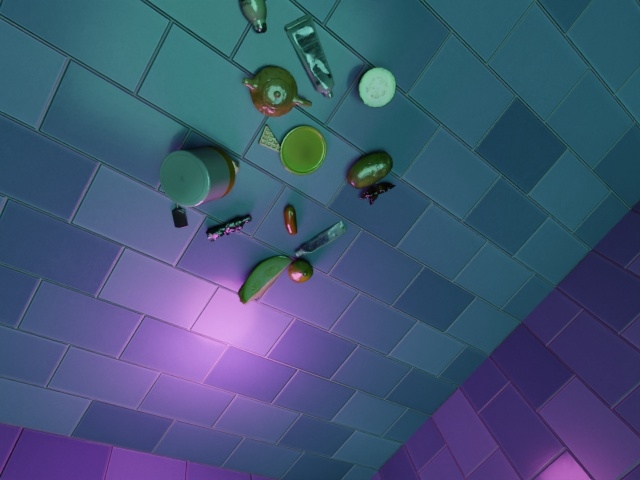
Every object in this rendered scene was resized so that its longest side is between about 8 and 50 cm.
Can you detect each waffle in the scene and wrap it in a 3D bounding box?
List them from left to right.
[{"bbox_3d":[-0.204,-0.460,1.846,0.153,0.023,0.097,21,112,-22],"label":"waffle"}]

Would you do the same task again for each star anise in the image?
[{"bbox_3d":[0.276,-0.242,2.052,0.212,0.053,0.157,-11,157,-44],"label":"star anise"}]

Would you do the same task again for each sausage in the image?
[{"bbox_3d":[-0.152,-0.099,2.034,0.062,0.054,0.183,6,122,14],"label":"sausage"}]

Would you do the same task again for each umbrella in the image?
[{"bbox_3d":[-0.449,-0.069,1.971,0.236,0.059,0.066,-25,138,1],"label":"umbrella"}]

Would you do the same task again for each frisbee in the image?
[{"bbox_3d":[-0.080,-0.423,1.887,0.236,0.017,0.235,-9,118,-18],"label":"frisbee"}]

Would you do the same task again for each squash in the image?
[{"bbox_3d":[-0.305,0.187,2.096,0.111,0.203,0.288,44,106,11],"label":"squash"},{"bbox_3d":[0.239,-0.688,1.783,0.170,0.123,0.170,-6,119,-11],"label":"squash"}]

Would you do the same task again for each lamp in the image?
[{"bbox_3d":[-0.266,-0.934,1.538,0.101,0.101,0.250,-19,112,-4],"label":"lamp"}]

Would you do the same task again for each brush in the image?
[{"bbox_3d":[-0.675,-0.149,1.894,0.063,0.016,0.193,-7,119,-11],"label":"brush"}]

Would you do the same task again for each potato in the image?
[{"bbox_3d":[0.241,-0.347,1.973,0.251,0.113,0.149,-29,124,10],"label":"potato"}]

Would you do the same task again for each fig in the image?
[{"bbox_3d":[-0.108,0.164,2.149,0.136,0.120,0.153,-24,156,-5],"label":"fig"}]

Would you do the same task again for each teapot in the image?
[{"bbox_3d":[-0.179,-0.619,1.686,0.311,0.167,0.203,14,112,-21],"label":"teapot"}]

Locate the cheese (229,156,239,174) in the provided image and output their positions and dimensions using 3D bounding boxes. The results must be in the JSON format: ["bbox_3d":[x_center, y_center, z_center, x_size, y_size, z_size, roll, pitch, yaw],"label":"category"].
[{"bbox_3d":[-0.489,-0.285,1.849,0.127,0.050,0.255,33,105,-27],"label":"cheese"}]

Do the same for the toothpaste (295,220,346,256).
[{"bbox_3d":[0.000,0.000,2.129,0.301,0.048,0.075,-30,93,-5],"label":"toothpaste"}]

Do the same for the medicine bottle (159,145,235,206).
[{"bbox_3d":[-0.519,-0.276,1.699,0.238,0.232,0.237,5,107,16],"label":"medicine bottle"}]

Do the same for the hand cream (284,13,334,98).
[{"bbox_3d":[-0.027,-0.772,1.714,0.124,0.077,0.340,-27,113,1],"label":"hand cream"}]
